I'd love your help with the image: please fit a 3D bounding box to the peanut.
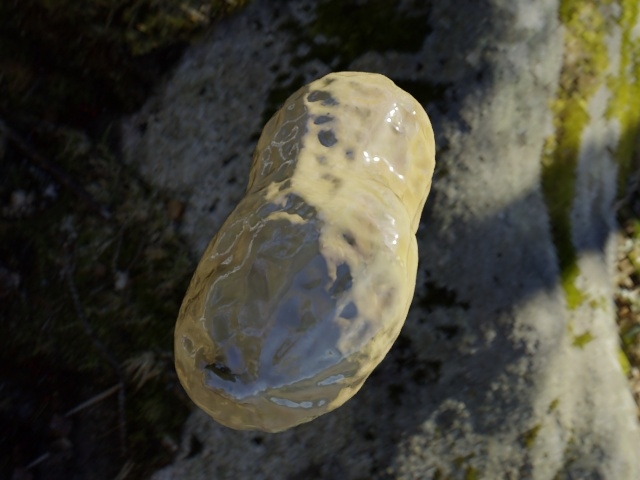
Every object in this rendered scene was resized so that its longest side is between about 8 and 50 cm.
[{"bbox_3d":[0.006,0.002,0.983,0.143,0.159,0.291,54,47,-39],"label":"peanut"}]
